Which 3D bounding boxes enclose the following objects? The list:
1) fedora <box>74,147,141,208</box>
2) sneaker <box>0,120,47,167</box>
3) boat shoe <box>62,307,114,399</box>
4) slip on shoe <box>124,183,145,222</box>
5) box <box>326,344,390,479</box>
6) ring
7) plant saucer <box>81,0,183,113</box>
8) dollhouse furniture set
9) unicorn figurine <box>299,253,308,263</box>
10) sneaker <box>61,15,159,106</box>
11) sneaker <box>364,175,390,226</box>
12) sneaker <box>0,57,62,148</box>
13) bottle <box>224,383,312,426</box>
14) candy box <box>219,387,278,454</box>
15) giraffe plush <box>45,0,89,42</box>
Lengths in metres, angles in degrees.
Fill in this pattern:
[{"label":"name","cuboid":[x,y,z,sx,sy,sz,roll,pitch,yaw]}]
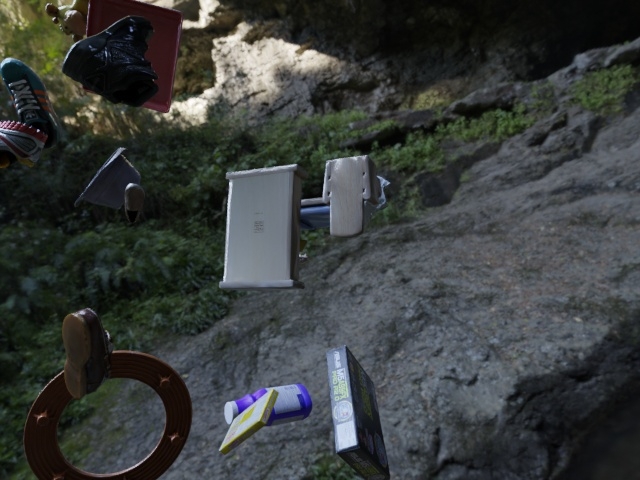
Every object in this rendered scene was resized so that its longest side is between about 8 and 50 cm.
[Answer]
[{"label":"fedora","cuboid":[-0.691,-0.185,1.565,0.244,0.124,0.275,-48,26,7]},{"label":"sneaker","cuboid":[-0.707,-0.207,0.997,0.225,0.093,0.088,7,-9,7]},{"label":"boat shoe","cuboid":[-0.394,0.186,0.803,0.073,0.073,0.207,-28,-29,-47]},{"label":"slip on shoe","cuboid":[-0.505,-0.099,1.263,0.051,0.041,0.135,9,-36,-24]},{"label":"box","cuboid":[0.093,0.436,1.182,0.060,0.216,0.270,-22,40,14]},{"label":"ring","cuboid":[-0.446,0.406,1.011,0.336,0.337,0.032,-25,16,-20]},{"label":"plant saucer","cuboid":[-0.496,-0.500,1.251,0.258,0.259,0.048,16,17,5]},{"label":"dollhouse furniture set","cuboid":[0.000,0.000,0.872,0.286,0.198,0.303,-3,-11,23]},{"label":"unicorn figurine","cuboid":[-0.095,0.053,1.260,0.111,0.060,0.162,-33,-32,-1]},{"label":"sneaker","cuboid":[-0.331,-0.309,0.820,0.087,0.130,0.228,-38,24,33]},{"label":"sneaker","cuboid":[0.156,-0.103,1.424,0.080,0.094,0.213,92,-164,-72]},{"label":"sneaker","cuboid":[-0.972,-0.453,1.577,0.108,0.303,0.121,-20,37,-7]},{"label":"bottle","cuboid":[-0.168,0.540,1.518,0.282,0.118,0.092,3,-55,-34]},{"label":"candy box","cuboid":[-0.187,0.473,1.219,0.206,0.027,0.105,-45,12,33]},{"label":"giraffe plush","cuboid":[-0.715,-0.689,1.403,0.170,0.181,0.210,-46,34,-8]}]
